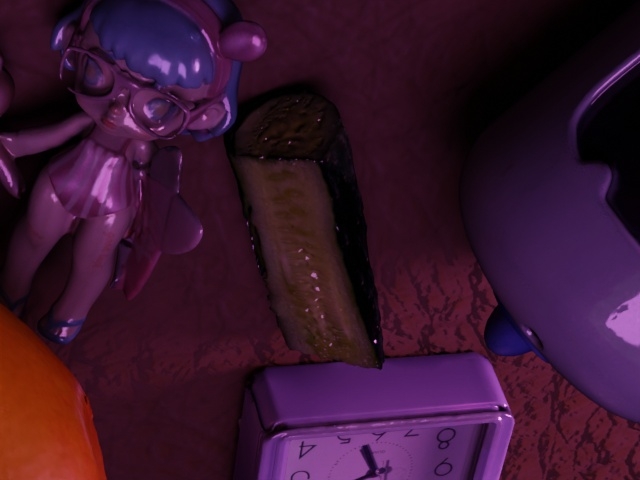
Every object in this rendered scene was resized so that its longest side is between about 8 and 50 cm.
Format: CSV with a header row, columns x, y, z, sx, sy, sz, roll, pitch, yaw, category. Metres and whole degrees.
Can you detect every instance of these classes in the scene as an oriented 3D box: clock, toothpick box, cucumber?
x,y,z,sx,sy,sz,roll,pitch,yaw,category
0.035,0.164,1.121,0.193,0.073,0.145,-3,128,-15,clock
0.244,-0.039,0.927,0.354,0.263,0.263,-39,129,16,toothpick box
-0.001,-0.002,0.989,0.078,0.062,0.211,7,141,21,cucumber

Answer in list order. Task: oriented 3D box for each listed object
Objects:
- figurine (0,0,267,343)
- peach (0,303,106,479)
x,y,z,sx,sy,sz,roll,pitch,yaw,category
-0.143,-0.060,0.883,0.205,0.103,0.260,32,122,5,figurine
-0.258,0.148,0.866,0.289,0.289,0.308,-32,171,10,peach
